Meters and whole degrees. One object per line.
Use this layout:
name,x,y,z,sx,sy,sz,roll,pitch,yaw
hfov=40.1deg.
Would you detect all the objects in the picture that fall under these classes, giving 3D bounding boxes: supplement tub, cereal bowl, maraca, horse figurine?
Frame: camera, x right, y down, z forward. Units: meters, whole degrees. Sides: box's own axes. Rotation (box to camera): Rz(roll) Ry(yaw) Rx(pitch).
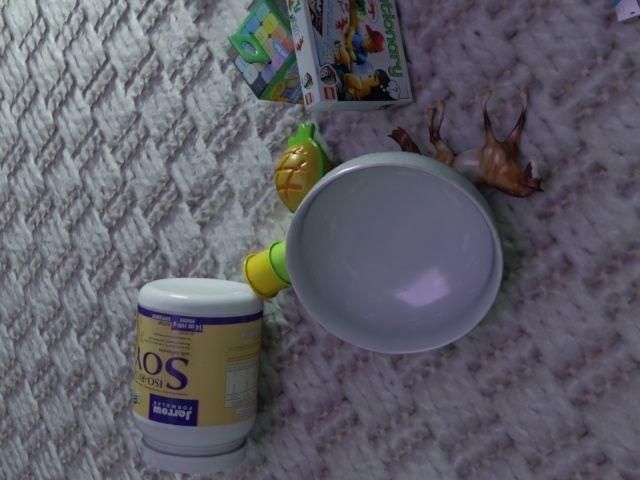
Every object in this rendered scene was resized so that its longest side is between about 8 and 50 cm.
supplement tub,-0.235,0.250,1.675,0.241,0.241,0.331,8,97,38
cereal bowl,0.122,0.006,1.401,0.339,0.141,0.339,5,117,10
maraca,-0.033,-0.131,1.591,0.127,0.099,0.185,-42,42,38
horse figurine,0.235,-0.143,1.395,0.263,0.066,0.174,-5,83,36

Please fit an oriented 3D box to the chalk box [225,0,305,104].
chalk box,-0.065,-0.330,1.527,0.132,0.213,0.132,-46,65,30

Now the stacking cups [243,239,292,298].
stacking cups,0.000,0.000,1.577,0.316,0.096,0.096,-31,73,32

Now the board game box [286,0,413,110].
board game box,0.040,-0.368,1.454,0.053,0.193,0.305,-17,82,55

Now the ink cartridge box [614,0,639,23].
ink cartridge box,0.458,-0.341,1.229,0.083,0.028,0.048,-14,84,38
